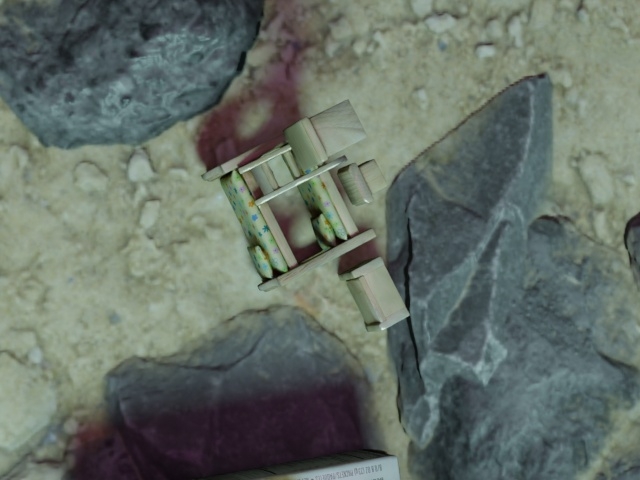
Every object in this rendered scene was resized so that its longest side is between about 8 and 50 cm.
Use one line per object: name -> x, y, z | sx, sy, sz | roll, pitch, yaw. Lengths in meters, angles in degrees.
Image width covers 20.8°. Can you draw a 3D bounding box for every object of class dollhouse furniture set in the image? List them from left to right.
dollhouse furniture set -> 0.000, 0.000, 1.381 | 0.101, 0.161, 0.182 | -28, 92, -15

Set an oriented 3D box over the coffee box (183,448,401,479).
coffee box -> -0.057, 0.255, 1.378 | 0.246, 0.098, 0.141 | -7, 88, -15
